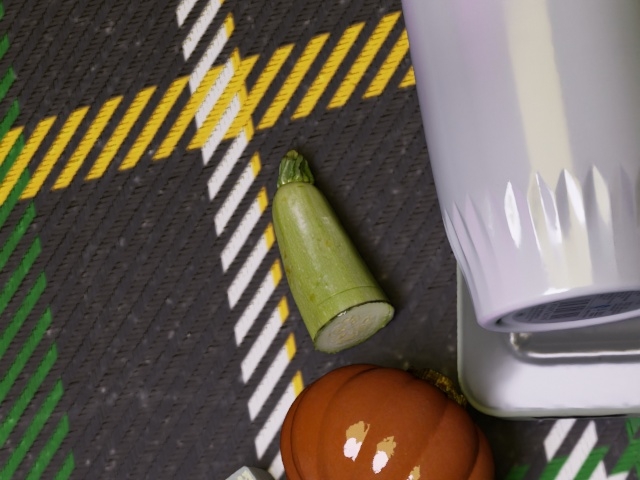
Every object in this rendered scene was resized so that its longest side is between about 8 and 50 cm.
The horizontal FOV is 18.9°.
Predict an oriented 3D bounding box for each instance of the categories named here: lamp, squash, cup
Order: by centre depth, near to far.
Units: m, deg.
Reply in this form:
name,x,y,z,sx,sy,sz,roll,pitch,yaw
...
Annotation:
name,x,y,z,sx,sy,sz,roll,pitch,yaw
cup,0.220,-0.113,1.792,0.253,0.253,0.372,-11,78,16
lamp,0.067,0.217,1.876,0.223,0.223,0.196,25,63,21
squash,0.000,0.000,2.022,0.094,0.094,0.224,-26,66,11

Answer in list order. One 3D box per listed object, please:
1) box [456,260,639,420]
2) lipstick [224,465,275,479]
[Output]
name,x,y,z,sx,sy,sz,roll,pitch,yaw
box,0.318,-0.010,1.912,0.367,0.090,0.373,-4,78,17
lipstick,0.012,0.395,1.927,0.076,0.080,0.371,-39,69,8
